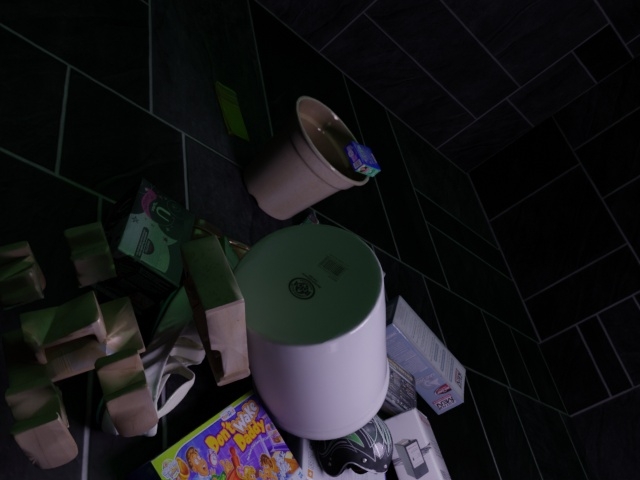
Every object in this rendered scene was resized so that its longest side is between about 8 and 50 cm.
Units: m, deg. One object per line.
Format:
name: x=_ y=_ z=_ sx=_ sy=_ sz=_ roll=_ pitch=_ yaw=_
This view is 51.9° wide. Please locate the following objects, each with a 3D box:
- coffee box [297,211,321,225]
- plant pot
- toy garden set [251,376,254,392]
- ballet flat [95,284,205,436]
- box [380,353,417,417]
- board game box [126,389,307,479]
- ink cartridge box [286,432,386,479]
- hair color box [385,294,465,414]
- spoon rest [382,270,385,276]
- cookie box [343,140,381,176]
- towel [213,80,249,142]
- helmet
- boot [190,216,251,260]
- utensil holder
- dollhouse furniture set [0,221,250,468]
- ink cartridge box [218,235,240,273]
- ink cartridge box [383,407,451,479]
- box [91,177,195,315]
coffee box: x=0.000 y=0.000 z=2.224 sx=0.184 sy=0.040 sz=0.113 roll=50 pitch=27 yaw=-7
plant pot: x=-0.066 y=-0.234 z=2.099 sx=0.334 sy=0.305 sz=0.333 roll=38 pitch=32 yaw=-29
toy garden set: x=-0.074 y=0.316 z=1.651 sx=0.204 sy=0.049 sz=0.244 roll=2 pitch=45 yaw=-11
ballet flat: x=-0.305 y=0.243 z=1.336 sx=0.139 sy=0.139 sz=0.400 roll=46 pitch=32 yaw=-16
box: x=0.203 y=0.439 z=2.025 sx=0.231 sy=0.056 sz=0.183 roll=42 pitch=29 yaw=-24
board game box: x=-0.192 y=0.477 z=1.323 sx=0.233 sy=0.078 sz=0.347 roll=57 pitch=27 yaw=6
ink cartridge box: x=0.041 y=0.522 z=1.663 sx=0.307 sy=0.072 sz=0.303 roll=40 pitch=29 yaw=-29
hair color box: x=0.334 y=0.387 z=2.232 sx=0.374 sy=0.114 sz=0.185 roll=48 pitch=28 yaw=-11
spoon rest: x=0.160 y=0.142 z=2.270 sx=0.137 sy=0.084 sz=0.276 roll=54 pitch=26 yaw=1
cookie box: x=0.131 y=-0.253 z=2.053 sx=0.107 sy=0.040 sz=0.091 roll=10 pitch=50 yaw=-54
towel: x=-0.305 y=-0.445 z=2.276 sx=0.102 sy=0.021 sz=0.237 roll=19 pitch=44 yaw=-48
helmet: x=0.088 y=0.474 z=1.540 sx=0.169 sy=0.162 sz=0.169 roll=38 pitch=32 yaw=-28
boot: x=-0.260 y=0.046 z=1.730 sx=0.305 sy=0.112 sz=0.115 roll=31 pitch=65 yaw=-45
utensil holder: x=-0.015 y=0.201 z=1.423 sx=0.385 sy=0.328 sz=0.327 roll=82 pitch=-2 yaw=-50
dollhouse furniture set: x=-0.344 y=0.176 z=1.180 sx=0.394 sy=0.256 sz=0.362 roll=-17 pitch=53 yaw=-16
ink cartridge box: x=-0.215 y=0.131 z=1.535 sx=0.188 sy=0.097 sz=0.255 roll=62 pitch=2 yaw=-25
ink cartridge box: x=0.277 y=0.621 z=1.806 sx=0.198 sy=0.115 sz=0.272 roll=51 pitch=17 yaw=-59
box: x=-0.398 y=0.009 z=1.467 sx=0.163 sy=0.142 sz=0.247 roll=39 pitch=30 yaw=-28
